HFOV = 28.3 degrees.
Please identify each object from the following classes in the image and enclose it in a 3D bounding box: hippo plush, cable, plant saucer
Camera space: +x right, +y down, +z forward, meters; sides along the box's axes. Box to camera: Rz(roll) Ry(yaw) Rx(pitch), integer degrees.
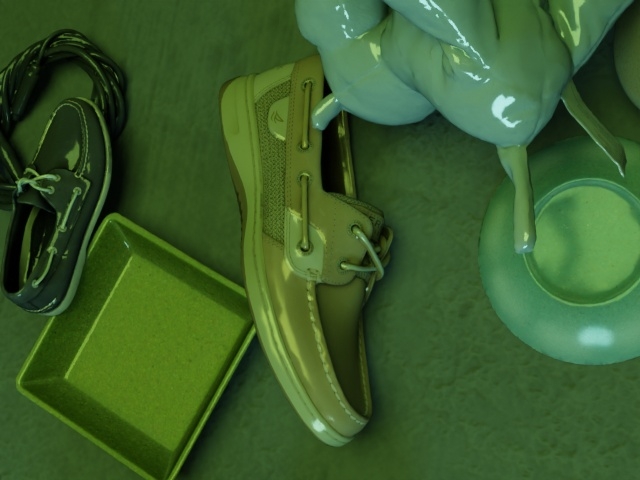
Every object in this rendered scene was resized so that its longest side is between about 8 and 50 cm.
[{"bbox_3d":[0.109,-0.179,1.003,0.234,0.236,0.294,-36,109,-23],"label":"hippo plush"},{"bbox_3d":[-0.264,-0.115,1.234,0.150,0.047,0.184,9,87,26],"label":"cable"},{"bbox_3d":[0.220,0.003,1.037,0.195,0.037,0.195,-4,78,20],"label":"plant saucer"},{"bbox_3d":[-0.157,0.098,1.150,0.188,0.045,0.188,29,91,22],"label":"plant saucer"}]

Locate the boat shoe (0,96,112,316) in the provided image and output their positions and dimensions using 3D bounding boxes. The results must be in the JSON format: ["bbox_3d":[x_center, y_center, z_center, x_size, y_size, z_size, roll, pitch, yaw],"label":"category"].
[{"bbox_3d":[-0.244,-0.036,1.149,0.075,0.065,0.206,6,82,27],"label":"boat shoe"}]

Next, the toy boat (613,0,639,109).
[{"bbox_3d":[0.326,-0.197,0.999,0.151,0.151,0.231,11,83,-8],"label":"toy boat"}]

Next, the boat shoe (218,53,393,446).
[{"bbox_3d":[0.000,0.000,1.071,0.110,0.121,0.341,-18,73,17],"label":"boat shoe"}]
